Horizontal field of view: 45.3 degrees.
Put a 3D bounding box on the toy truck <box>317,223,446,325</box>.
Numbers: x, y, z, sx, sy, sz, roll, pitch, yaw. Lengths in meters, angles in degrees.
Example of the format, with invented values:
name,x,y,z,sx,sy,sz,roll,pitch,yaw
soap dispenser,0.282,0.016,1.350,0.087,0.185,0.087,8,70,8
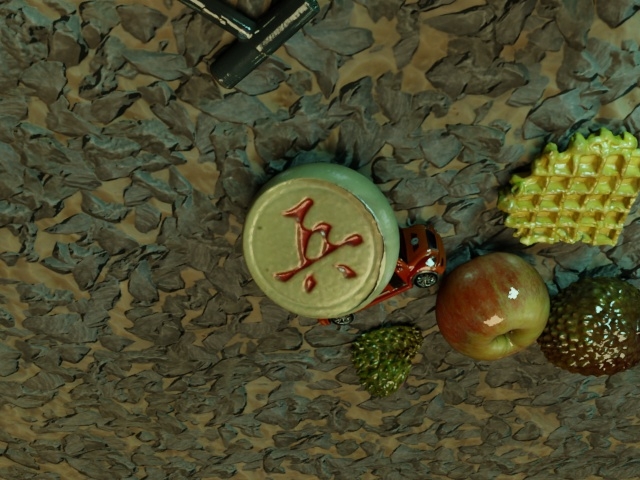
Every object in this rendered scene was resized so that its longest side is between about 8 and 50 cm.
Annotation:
name,x,y,z,sx,sy,sz,roll,pitch,yaw
toy truck,0.084,0.046,1.320,0.252,0.107,0.114,-28,130,23

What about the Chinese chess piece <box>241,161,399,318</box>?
name,x,y,z,sx,sy,sz,roll,pitch,yaw
Chinese chess piece,0.000,0.000,1.208,0.250,0.103,0.250,5,110,14

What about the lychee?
name,x,y,z,sx,sy,sz,roll,pitch,yaw
lychee,0.509,0.155,1.398,0.200,0.200,0.238,34,146,-32

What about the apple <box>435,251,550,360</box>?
name,x,y,z,sx,sy,sz,roll,pitch,yaw
apple,0.304,0.117,1.369,0.209,0.164,0.209,-10,141,-8

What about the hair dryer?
name,x,y,z,sx,sy,sz,roll,pitch,yaw
hair dryer,-0.125,-0.311,0.993,0.173,0.050,0.195,-35,124,24

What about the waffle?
name,x,y,z,sx,sy,sz,roll,pitch,yaw
waffle,0.397,-0.084,1.240,0.219,0.057,0.229,-1,135,-2

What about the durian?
name,x,y,z,sx,sy,sz,roll,pitch,yaw
durian,0.123,0.249,1.527,0.119,0.108,0.186,25,129,-27
